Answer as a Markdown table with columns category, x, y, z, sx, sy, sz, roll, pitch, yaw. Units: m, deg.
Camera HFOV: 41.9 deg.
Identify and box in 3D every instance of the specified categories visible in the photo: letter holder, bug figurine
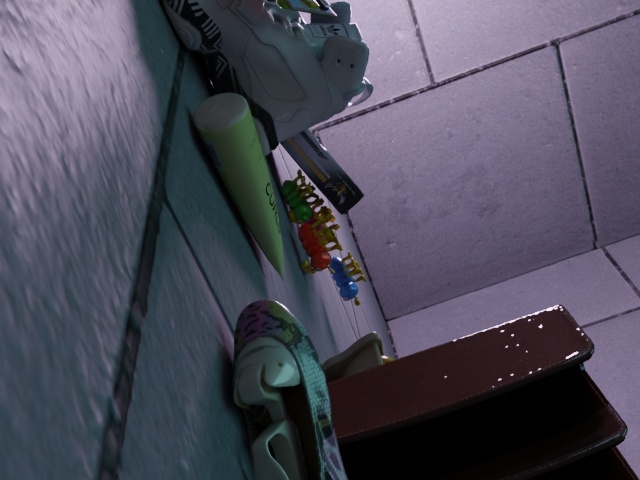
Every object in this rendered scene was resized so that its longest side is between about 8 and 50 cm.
| category | x | y | z | sx | sy | sz | roll | pitch | yaw |
| --- | --- | --- | --- | --- | --- | --- | --- | --- | --- |
| letter holder | 0.133 | 0.208 | 0.790 | 0.214 | 0.301 | 0.152 | -90 | 160 | -75 |
| bug figurine | 0.000 | 0.000 | 1.509 | 0.216 | 0.072 | 0.279 | 66 | 7 | 25 |

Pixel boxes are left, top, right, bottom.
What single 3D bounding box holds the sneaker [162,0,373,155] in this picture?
| category | x | y | z | sx | sy | sz | roll | pitch | yaw |
| --- | --- | --- | --- | --- | --- | --- | --- | --- | --- |
| sneaker | -0.064 | -0.278 | 1.056 | 0.137 | 0.210 | 0.366 | -105 | 173 | -46 |

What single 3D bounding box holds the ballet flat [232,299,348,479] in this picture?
| category | x | y | z | sx | sy | sz | roll | pitch | yaw |
| --- | --- | --- | --- | --- | --- | --- | --- | --- | --- |
| ballet flat | -0.030 | 0.145 | 0.650 | 0.079 | 0.076 | 0.222 | 18 | 51 | -59 |

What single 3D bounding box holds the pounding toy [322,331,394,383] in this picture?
| category | x | y | z | sx | sy | sz | roll | pitch | yaw |
| --- | --- | --- | --- | --- | --- | --- | --- | --- | --- |
| pounding toy | 0.111 | 0.268 | 1.186 | 0.155 | 0.154 | 0.270 | -105 | 173 | -47 |

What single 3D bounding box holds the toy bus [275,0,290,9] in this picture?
| category | x | y | z | sx | sy | sz | roll | pitch | yaw |
| --- | --- | --- | --- | --- | --- | --- | --- | --- | --- |
| toy bus | -0.143 | -0.421 | 1.348 | 0.191 | 0.202 | 0.104 | 63 | -25 | -7 |

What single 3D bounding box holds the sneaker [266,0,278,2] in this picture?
| category | x | y | z | sx | sy | sz | roll | pitch | yaw |
| --- | --- | --- | --- | --- | --- | --- | --- | --- | --- |
| sneaker | -0.119 | -0.421 | 1.682 | 0.162 | 0.106 | 0.281 | 19 | 52 | -80 |

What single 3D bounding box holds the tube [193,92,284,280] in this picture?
| category | x | y | z | sx | sy | sz | roll | pitch | yaw |
| --- | --- | --- | --- | --- | --- | --- | --- | --- | --- |
| tube | -0.079 | -0.061 | 0.962 | 0.070 | 0.062 | 0.240 | -56 | 147 | -31 |

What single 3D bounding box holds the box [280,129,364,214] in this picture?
| category | x | y | z | sx | sy | sz | roll | pitch | yaw |
| --- | --- | --- | --- | --- | --- | --- | --- | --- | --- |
| box | -0.017 | -0.152 | 1.527 | 0.231 | 0.056 | 0.183 | 50 | 2 | -3 |

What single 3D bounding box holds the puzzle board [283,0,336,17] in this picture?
| category | x | y | z | sx | sy | sz | roll | pitch | yaw |
| --- | --- | --- | --- | --- | --- | --- | --- | --- | --- |
| puzzle board | -0.043 | -0.313 | 0.985 | 0.128 | 0.011 | 0.096 | 51 | 28 | 15 |
